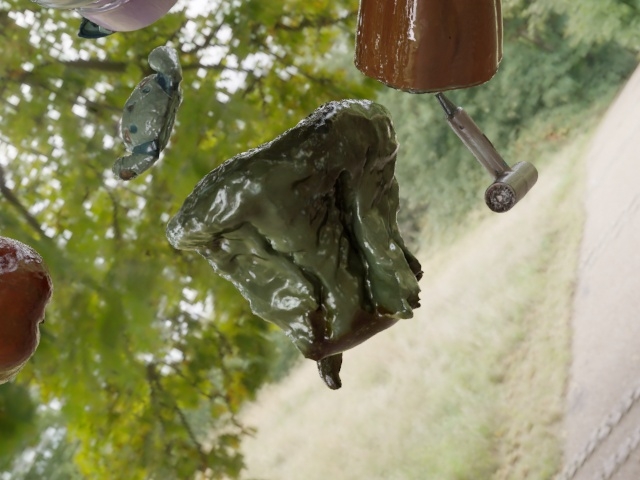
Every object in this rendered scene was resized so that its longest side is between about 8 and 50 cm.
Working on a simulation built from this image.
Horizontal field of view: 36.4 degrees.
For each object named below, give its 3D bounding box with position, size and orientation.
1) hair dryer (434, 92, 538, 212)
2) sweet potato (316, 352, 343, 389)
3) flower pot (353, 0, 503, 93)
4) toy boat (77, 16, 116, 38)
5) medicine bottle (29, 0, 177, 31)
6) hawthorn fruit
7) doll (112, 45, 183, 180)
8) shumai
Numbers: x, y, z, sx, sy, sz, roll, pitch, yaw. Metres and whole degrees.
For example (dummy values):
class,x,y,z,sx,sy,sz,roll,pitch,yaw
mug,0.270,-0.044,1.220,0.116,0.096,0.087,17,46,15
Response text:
class,x,y,z,sx,sy,sz,roll,pitch,yaw
hair dryer,0.266,-0.156,1.610,0.053,0.220,0.195,-39,-4,26
sweet potato,-0.015,0.157,1.744,0.062,0.233,0.081,-19,14,41
flower pot,0.130,-0.295,1.164,0.191,0.190,0.173,-65,-23,-49
toy boat,-0.318,-0.354,1.516,0.140,0.059,0.066,-29,39,1
medicine bottle,-0.334,-0.433,1.300,0.256,0.256,0.325,-62,-24,0
hawthorn fruit,-0.488,0.080,1.287,0.207,0.243,0.208,-43,39,50
doll,-0.249,-0.186,1.443,0.103,0.071,0.214,18,87,46
shumai,0.000,0.000,1.412,0.324,0.323,0.397,-29,0,38
